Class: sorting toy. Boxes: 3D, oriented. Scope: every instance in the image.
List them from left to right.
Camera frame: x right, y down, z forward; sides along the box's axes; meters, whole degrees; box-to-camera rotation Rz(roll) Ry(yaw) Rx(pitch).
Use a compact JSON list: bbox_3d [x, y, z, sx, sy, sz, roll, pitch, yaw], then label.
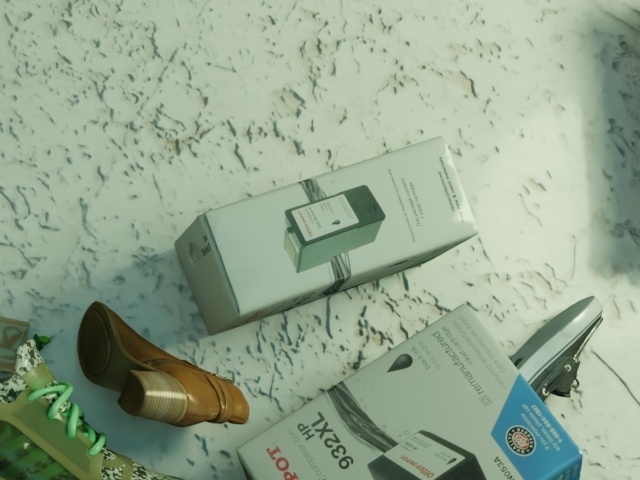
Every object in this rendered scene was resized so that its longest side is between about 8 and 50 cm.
[{"bbox_3d":[-0.347,0.119,1.556,0.083,0.012,0.062,13,70,-7],"label":"sorting toy"}]

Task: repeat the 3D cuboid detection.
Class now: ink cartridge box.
[{"bbox_3d":[0.000,0.000,1.565,0.289,0.211,0.121,-18,84,-16],"label":"ink cartridge box"},{"bbox_3d":[0.096,0.251,1.520,0.307,0.129,0.223,-32,65,-10],"label":"ink cartridge box"}]

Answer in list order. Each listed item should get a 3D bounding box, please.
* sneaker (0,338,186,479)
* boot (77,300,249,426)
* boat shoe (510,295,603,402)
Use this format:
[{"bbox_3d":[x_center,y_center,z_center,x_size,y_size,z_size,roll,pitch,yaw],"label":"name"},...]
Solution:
[{"bbox_3d":[-0.298,0.200,1.462,0.410,0.158,0.182,15,86,-11],"label":"sneaker"},{"bbox_3d":[-0.178,0.146,1.556,0.152,0.197,0.073,13,115,-41],"label":"boot"},{"bbox_3d":[0.270,0.166,1.665,0.228,0.080,0.076,-44,97,-17],"label":"boat shoe"}]
